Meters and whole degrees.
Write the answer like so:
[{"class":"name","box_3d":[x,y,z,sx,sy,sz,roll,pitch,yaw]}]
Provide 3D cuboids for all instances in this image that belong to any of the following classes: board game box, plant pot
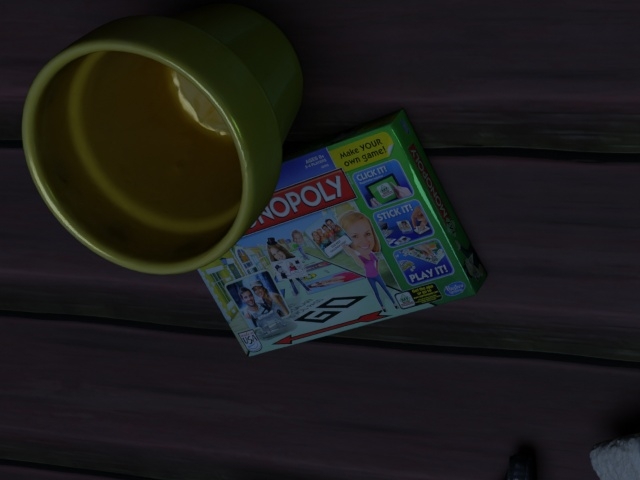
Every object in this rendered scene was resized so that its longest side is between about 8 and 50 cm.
[{"class":"board game box","box_3d":[0.000,0.000,1.600,0.317,0.046,0.214,-18,110,32]},{"class":"plant pot","box_3d":[-0.137,-0.130,1.467,0.254,0.239,0.254,12,123,19]}]

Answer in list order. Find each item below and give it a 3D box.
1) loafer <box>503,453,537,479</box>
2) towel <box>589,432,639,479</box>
[{"class":"loafer","box_3d":[0.207,0.339,1.681,0.078,0.076,0.223,13,127,9]},{"class":"towel","box_3d":[0.406,0.319,1.489,0.282,0.049,0.187,57,149,-1]}]
